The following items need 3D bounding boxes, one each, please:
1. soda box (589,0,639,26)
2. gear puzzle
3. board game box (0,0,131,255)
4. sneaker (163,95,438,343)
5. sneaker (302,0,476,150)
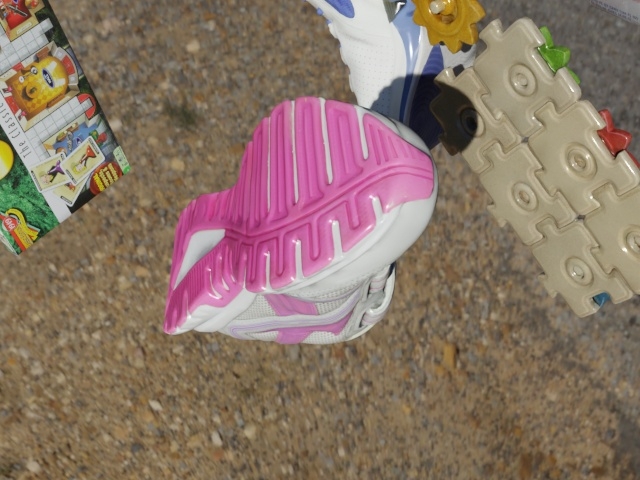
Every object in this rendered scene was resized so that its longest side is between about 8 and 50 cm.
[{"bbox_3d":[0.319,-0.179,0.670,0.263,0.092,0.083,36,80,33],"label":"soda box"},{"bbox_3d":[0.177,-0.097,0.793,0.044,0.175,0.339,-33,86,-29],"label":"gear puzzle"},{"bbox_3d":[-0.259,-0.119,0.770,0.136,0.260,0.030,-40,48,-21],"label":"board game box"},{"bbox_3d":[0.000,0.000,0.527,0.111,0.252,0.103,13,72,-24],"label":"sneaker"},{"bbox_3d":[0.048,-0.243,0.952,0.182,0.316,0.127,22,42,36],"label":"sneaker"}]
